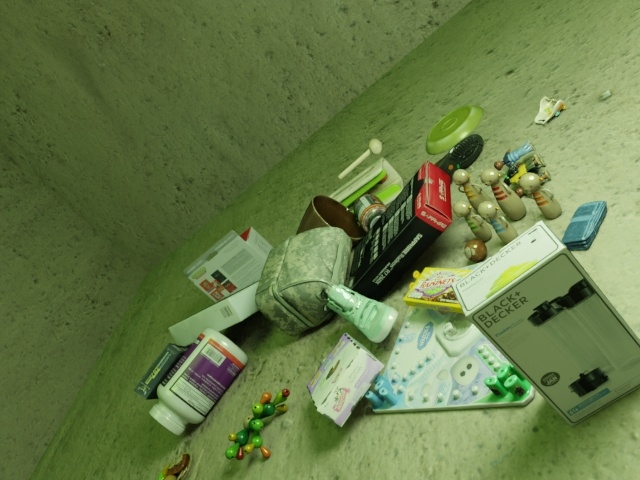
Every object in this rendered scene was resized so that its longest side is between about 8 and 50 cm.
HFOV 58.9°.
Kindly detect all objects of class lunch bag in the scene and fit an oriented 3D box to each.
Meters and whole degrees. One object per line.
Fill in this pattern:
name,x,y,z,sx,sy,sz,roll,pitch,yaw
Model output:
lunch bag,-0.030,0.112,1.732,0.256,0.212,0.305,-33,24,31

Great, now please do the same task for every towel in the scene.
towel,0.542,-0.032,1.172,0.119,0.029,0.067,-55,21,-23

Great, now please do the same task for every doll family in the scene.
doll family,0.514,-0.183,1.462,0.111,0.076,0.193,-39,16,29

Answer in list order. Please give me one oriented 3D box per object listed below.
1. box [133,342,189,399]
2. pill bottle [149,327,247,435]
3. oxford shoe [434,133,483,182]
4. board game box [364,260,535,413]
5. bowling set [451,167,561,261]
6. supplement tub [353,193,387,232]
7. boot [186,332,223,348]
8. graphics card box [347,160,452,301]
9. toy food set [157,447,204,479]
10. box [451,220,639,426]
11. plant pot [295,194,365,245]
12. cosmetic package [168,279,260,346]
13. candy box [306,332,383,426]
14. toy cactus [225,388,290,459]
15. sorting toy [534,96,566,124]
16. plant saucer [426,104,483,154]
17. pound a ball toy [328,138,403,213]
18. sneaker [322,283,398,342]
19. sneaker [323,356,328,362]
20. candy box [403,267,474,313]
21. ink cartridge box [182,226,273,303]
box,-0.515,0.443,1.913,0.183,0.059,0.233,-54,-11,-11
pill bottle,-0.395,0.455,1.826,0.323,0.181,0.181,-52,21,-18
oxford shoe,0.408,-0.248,1.769,0.227,0.083,0.096,-43,16,4
board game box,0.297,0.178,1.213,0.390,0.050,0.390,-22,30,47
bowling set,0.392,-0.063,1.336,0.200,0.154,0.287,-50,20,-17
supplement tub,0.175,-0.078,1.856,0.106,0.106,0.198,-42,21,8
boot,-0.420,0.404,2.113,0.178,0.085,0.236,-41,27,6
graphics card box,0.210,-0.011,1.538,0.371,0.094,0.233,-52,14,34
toy food set,-0.428,0.677,1.667,0.192,0.038,0.132,-35,23,26
box,0.353,0.131,0.850,0.169,0.290,0.087,-38,21,16
plant pot,0.000,0.000,1.948,0.230,0.215,0.215,-52,16,26
cosmetic package,-0.329,0.250,2.057,0.377,0.097,0.284,-27,3,39
candy box,0.052,0.314,1.309,0.165,0.070,0.196,-54,7,-3
toy cactus,-0.162,0.482,1.483,0.219,0.112,0.180,-57,4,-22
sorting toy,0.641,-0.360,1.596,0.075,0.045,0.083,-49,20,10
plant saucer,0.465,-0.402,2.015,0.241,0.037,0.241,-39,21,18
pound a ball toy,0.143,-0.207,2.015,0.319,0.208,0.136,-36,22,26
sneaker,0.089,0.174,1.410,0.094,0.151,0.256,-59,11,-11
sneaker,0.029,0.323,1.476,0.037,0.032,0.083,-42,21,9
candy box,0.279,0.108,1.268,0.105,0.027,0.206,-49,21,-20
ink cartridge box,-0.347,0.101,2.275,0.309,0.272,0.130,-37,22,21
